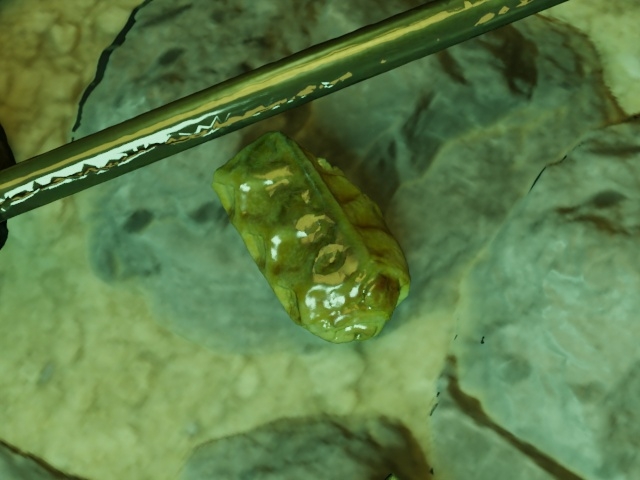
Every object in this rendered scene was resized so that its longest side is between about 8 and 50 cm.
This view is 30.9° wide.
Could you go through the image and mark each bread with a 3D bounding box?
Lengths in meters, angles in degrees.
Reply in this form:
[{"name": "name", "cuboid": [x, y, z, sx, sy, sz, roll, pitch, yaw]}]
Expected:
[{"name": "bread", "cuboid": [0.000, 0.000, 0.566, 0.066, 0.060, 0.110, -17, 60, -32]}]

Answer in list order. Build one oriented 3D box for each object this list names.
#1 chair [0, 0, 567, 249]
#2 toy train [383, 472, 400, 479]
[{"name": "chair", "cuboid": [-0.098, -0.221, 0.512, 0.410, 0.364, 0.362, -37, 51, 2]}, {"name": "toy train", "cuboid": [0.024, 0.148, 0.509, 0.083, 0.033, 0.053, -44, 63, -12]}]
